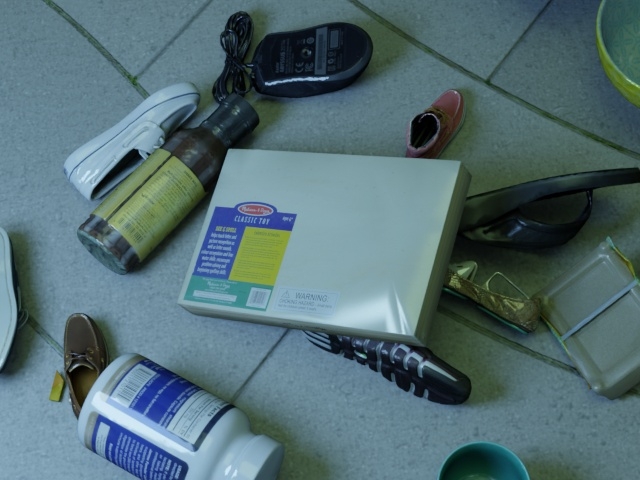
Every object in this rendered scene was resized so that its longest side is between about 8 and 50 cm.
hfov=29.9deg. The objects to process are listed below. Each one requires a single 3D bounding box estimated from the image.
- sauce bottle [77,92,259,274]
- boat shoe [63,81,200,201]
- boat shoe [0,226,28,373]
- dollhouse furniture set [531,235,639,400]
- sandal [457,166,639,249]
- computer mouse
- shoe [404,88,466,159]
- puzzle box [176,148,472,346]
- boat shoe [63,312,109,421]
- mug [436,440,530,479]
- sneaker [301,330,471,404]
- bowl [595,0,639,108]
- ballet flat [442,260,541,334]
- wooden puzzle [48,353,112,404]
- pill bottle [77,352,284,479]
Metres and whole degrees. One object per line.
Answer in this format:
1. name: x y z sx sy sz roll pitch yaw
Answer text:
1. sauce bottle: -0.231 -0.096 1.902 0.111 0.111 0.344 37 70 19
2. boat shoe: -0.291 -0.156 1.956 0.258 0.095 0.084 -38 70 -5
3. boat shoe: -0.500 0.101 1.828 0.095 0.079 0.254 -13 60 -1
4. dollhouse furniture set: 0.501 0.091 1.795 0.301 0.151 0.197 -39 57 15
5. sandal: 0.271 -0.024 1.837 0.446 0.167 0.107 -14 91 4
6. computer mouse: -0.038 -0.303 2.032 0.272 0.072 0.188 0 63 16
7. shoe: 0.189 -0.192 1.949 0.064 0.081 0.178 25 66 15
8. puzzle box: 0.000 0.000 1.772 0.409 0.052 0.272 6 69 31
9. boat shoe: -0.346 0.185 1.770 0.064 0.060 0.178 -11 66 -3
10. mug: 0.221 0.364 1.645 0.130 0.097 0.157 0 63 2
11. sneaker: 0.119 0.119 1.778 0.281 0.106 0.162 26 63 16
12. bowl: 0.582 -0.295 1.944 0.290 0.156 0.289 -1 61 2
13. ballet flat: 0.239 0.071 1.811 0.206 0.073 0.067 26 90 7
14. wooden puzzle: -0.346 0.209 1.801 0.116 0.014 0.078 -1 66 2
15. pill bottle: -0.192 0.279 1.677 0.265 0.153 0.153 27 66 16
